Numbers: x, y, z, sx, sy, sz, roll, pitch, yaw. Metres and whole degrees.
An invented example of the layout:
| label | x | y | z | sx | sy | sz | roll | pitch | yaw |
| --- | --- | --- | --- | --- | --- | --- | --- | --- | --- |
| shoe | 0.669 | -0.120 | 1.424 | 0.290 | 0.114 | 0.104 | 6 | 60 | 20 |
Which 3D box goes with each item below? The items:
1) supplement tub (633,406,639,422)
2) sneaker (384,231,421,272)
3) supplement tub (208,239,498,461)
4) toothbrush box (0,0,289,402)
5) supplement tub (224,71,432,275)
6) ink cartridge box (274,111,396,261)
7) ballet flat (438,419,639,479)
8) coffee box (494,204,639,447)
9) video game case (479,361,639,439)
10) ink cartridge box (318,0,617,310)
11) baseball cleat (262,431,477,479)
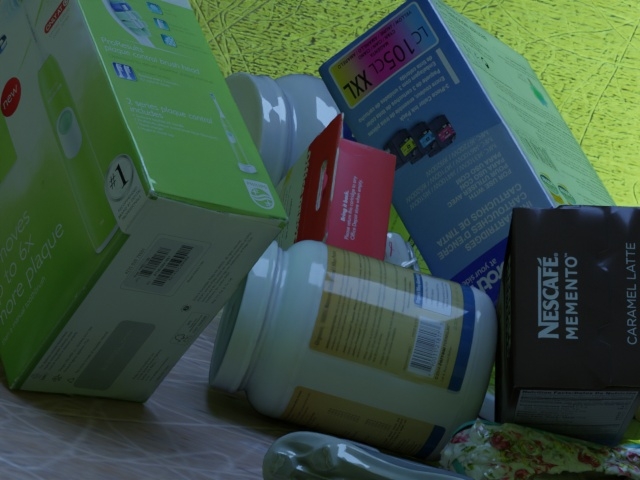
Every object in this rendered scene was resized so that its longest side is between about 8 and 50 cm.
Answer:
| label | x | y | z | sx | sy | sz | roll | pitch | yaw |
| --- | --- | --- | --- | --- | --- | --- | --- | --- | --- |
| supplement tub | 0.456 | 0.122 | 1.502 | 0.331 | 0.241 | 0.241 | 29 | 12 | 21 |
| sneaker | 0.069 | 0.055 | 1.531 | 0.090 | 0.115 | 0.232 | -14 | 28 | -19 |
| supplement tub | 0.024 | 0.082 | 1.259 | 0.199 | 0.144 | 0.144 | 17 | 8 | -8 |
| toothbrush box | -0.166 | -0.055 | 1.180 | 0.122 | 0.206 | 0.283 | 12 | 40 | -38 |
| supplement tub | 0.024 | -0.064 | 1.901 | 0.325 | 0.235 | 0.235 | 13 | 9 | -29 |
| ink cartridge box | 0.000 | 0.000 | 1.412 | 0.078 | 0.134 | 0.231 | 16 | -28 | -16 |
| ballet flat | 0.198 | 0.192 | 1.197 | 0.241 | 0.091 | 0.077 | 10 | 41 | -21 |
| coffee box | 0.187 | 0.081 | 1.232 | 0.098 | 0.141 | 0.246 | 1 | -22 | 3 |
| video game case | 0.178 | 0.142 | 1.599 | 0.206 | 0.026 | 0.227 | 9 | 12 | -43 |
| ink cartridge box | 0.195 | -0.035 | 1.643 | 0.270 | 0.151 | 0.395 | 19 | 37 | -57 |
| baseball cleat | 0.066 | 0.170 | 1.031 | 0.206 | 0.072 | 0.109 | 25 | 4 | 20 |
